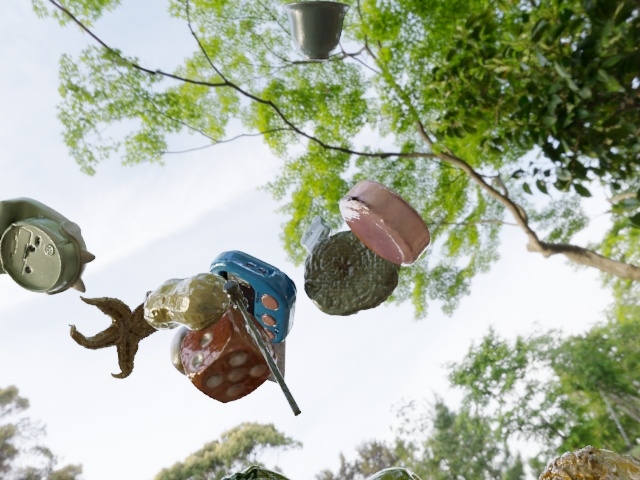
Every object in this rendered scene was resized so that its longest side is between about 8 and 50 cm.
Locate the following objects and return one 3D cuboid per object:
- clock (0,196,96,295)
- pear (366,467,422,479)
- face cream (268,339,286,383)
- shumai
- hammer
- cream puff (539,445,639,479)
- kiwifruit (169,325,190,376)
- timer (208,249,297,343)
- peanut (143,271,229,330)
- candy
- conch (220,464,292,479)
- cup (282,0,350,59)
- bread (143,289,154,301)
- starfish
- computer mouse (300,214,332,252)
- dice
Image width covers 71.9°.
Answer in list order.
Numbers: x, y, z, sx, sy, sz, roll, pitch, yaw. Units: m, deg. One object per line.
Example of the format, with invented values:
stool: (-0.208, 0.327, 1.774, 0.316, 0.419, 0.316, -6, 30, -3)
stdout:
clock: (-0.845, 0.037, 1.340, 0.108, 0.324, 0.265, -48, -18, -73)
pear: (0.204, 0.827, 1.290, 0.307, 0.253, 0.253, -54, -44, 2)
face cream: (-0.176, 0.400, 1.667, 0.096, 0.273, 0.154, -14, -30, 16)
shumai: (0.113, 0.132, 1.488, 0.303, 0.309, 0.263, -63, -20, -11)
hammer: (-0.094, 0.159, 0.689, 0.029, 0.292, 0.058, -31, -52, -10)
cream puff: (0.570, 0.594, 0.870, 0.231, 0.327, 0.342, -14, -32, -11)
kiwifruit: (-0.452, 0.399, 1.617, 0.196, 0.234, 0.195, -2, -76, -6)
timer: (-0.226, 0.189, 1.487, 0.115, 0.309, 0.340, -54, -19, -43)
peanut: (-0.313, 0.145, 1.025, 0.130, 0.290, 0.130, 15, -109, -49)
candy: (0.155, -0.046, 1.100, 0.094, 0.255, 0.255, -47, -43, -12)
conch: (-0.118, 0.500, 0.870, 0.201, 0.094, 0.079, 15, -41, 4)
cup: (-0.012, -0.617, 1.315, 0.199, 0.199, 0.149, -12, -67, -30)
bread: (-0.605, 0.232, 1.617, 0.077, 0.083, 0.070, 9, -56, -33)
starfish: (-0.520, 0.224, 1.217, 0.302, 0.060, 0.299, -31, -53, -38)
computer mouse: (0.000, 0.000, 1.965, 0.090, 0.379, 0.167, 31, -78, -16)
dice: (-0.232, 0.282, 1.112, 0.179, 0.174, 0.175, -42, -49, 6)
